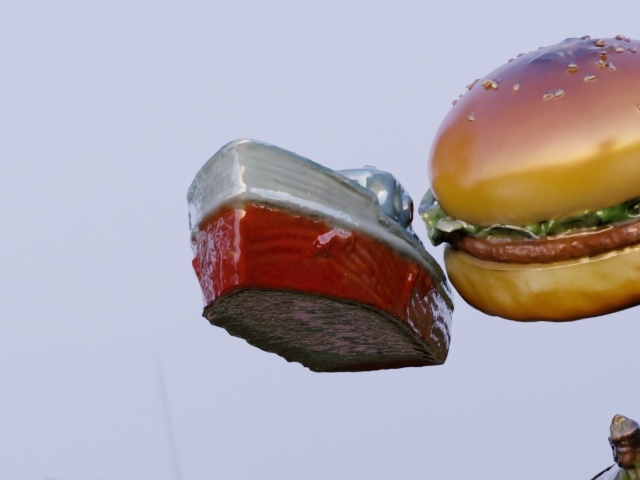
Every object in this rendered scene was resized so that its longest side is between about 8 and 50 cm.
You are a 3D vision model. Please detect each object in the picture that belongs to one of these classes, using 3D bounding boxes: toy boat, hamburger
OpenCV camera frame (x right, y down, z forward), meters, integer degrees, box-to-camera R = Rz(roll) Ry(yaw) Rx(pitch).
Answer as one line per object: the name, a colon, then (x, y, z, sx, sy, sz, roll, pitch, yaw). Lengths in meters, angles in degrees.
toy boat: (0.000, 0.000, 1.267, 0.145, 0.133, 0.332, -5, -15, 18)
hamburger: (0.182, -0.057, 1.315, 0.246, 0.170, 0.246, -13, 19, 5)

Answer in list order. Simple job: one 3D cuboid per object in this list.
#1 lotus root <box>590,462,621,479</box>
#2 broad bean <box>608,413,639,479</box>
lotus root: (0.279, 0.231, 1.403, 0.152, 0.160, 0.275, 32, -38, -6)
broad bean: (0.239, 0.211, 1.032, 0.043, 0.060, 0.297, -20, -56, 37)
